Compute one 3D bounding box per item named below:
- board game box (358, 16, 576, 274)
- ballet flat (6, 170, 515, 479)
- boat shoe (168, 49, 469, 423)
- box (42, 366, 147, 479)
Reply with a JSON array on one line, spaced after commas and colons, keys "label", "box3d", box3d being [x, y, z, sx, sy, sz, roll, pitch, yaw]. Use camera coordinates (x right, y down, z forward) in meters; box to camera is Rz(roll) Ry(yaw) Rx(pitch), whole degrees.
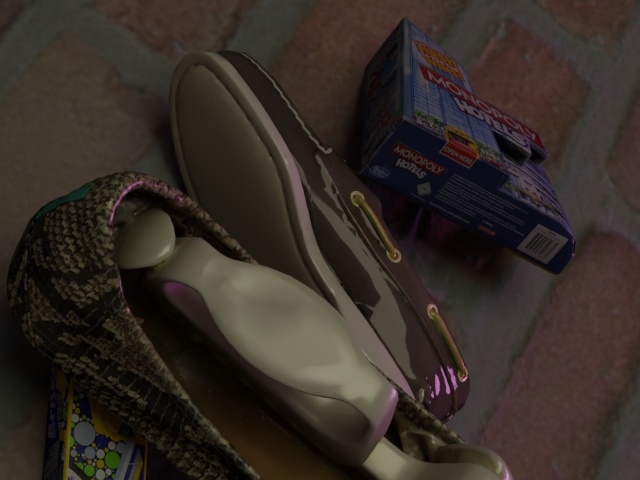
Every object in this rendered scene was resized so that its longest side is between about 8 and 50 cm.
[{"label": "board game box", "box3d": [0.106, -0.085, 1.363, 0.194, 0.060, 0.194, 26, 28, -26]}, {"label": "ballet flat", "box3d": [0.011, 0.135, 1.117, 0.483, 0.182, 0.164, 42, 56, -10]}, {"label": "boat shoe", "box3d": [0.000, 0.000, 1.276, 0.097, 0.116, 0.324, -26, 84, -39]}, {"label": "box", "box3d": [-0.150, 0.101, 1.182, 0.059, 0.054, 0.169, 12, 62, -23]}]
